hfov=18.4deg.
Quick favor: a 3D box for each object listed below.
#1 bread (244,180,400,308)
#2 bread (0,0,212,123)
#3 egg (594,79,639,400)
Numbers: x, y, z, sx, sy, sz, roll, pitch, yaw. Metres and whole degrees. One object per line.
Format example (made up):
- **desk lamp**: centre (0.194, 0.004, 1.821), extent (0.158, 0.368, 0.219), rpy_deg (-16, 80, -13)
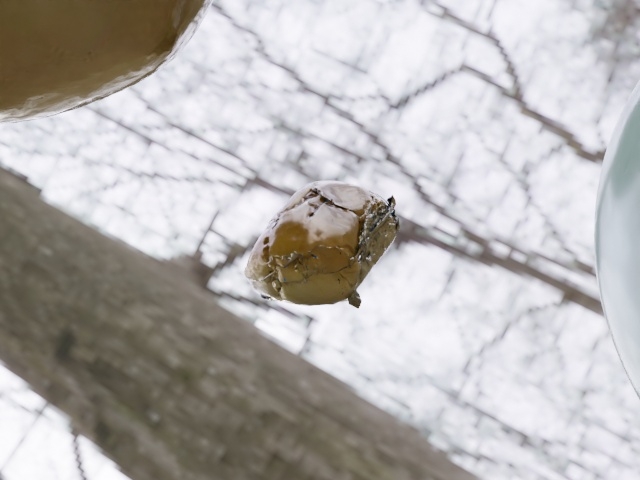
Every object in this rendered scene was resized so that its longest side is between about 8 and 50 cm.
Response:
- **bread**: centre (0.000, 0.000, 1.191), extent (0.106, 0.072, 0.053), rpy_deg (-49, -44, -58)
- **bread**: centre (-0.216, -0.244, 1.147), extent (0.348, 0.376, 0.253), rpy_deg (25, -54, -20)
- **egg**: centre (0.286, 0.023, 0.686), extent (0.276, 0.389, 0.276), rpy_deg (-164, 90, -86)
